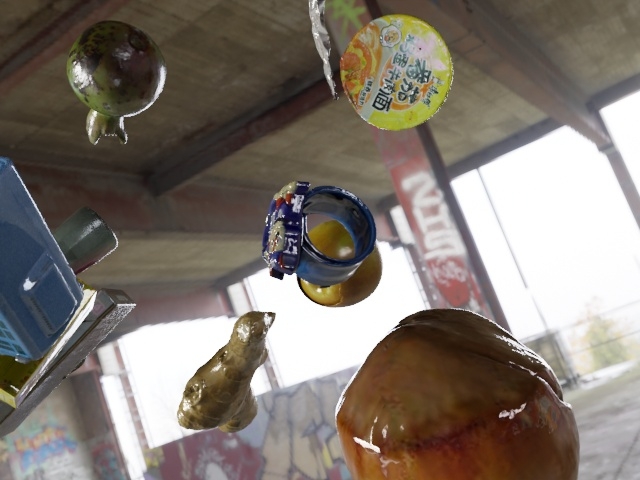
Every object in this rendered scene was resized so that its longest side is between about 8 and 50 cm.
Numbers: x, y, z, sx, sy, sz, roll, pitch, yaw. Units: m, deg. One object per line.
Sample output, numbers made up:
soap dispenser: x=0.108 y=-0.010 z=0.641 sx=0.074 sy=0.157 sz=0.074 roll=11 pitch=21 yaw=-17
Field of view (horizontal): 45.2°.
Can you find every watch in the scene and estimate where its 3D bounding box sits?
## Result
watch: x=-0.002 y=-0.005 z=1.418 sx=0.200 sy=0.196 sz=0.171 roll=10 pitch=-20 yaw=-16

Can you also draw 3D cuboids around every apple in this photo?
apple: x=0.040 y=0.062 z=1.960 sx=0.207 sy=0.237 sz=0.237 roll=-14 pitch=-12 yaw=-40

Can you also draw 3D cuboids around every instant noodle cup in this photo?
instant noodle cup: x=0.197 y=-0.399 z=1.839 sx=0.264 sy=0.264 sz=0.200 roll=-24 pitch=3 yaw=18

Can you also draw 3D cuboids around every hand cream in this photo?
hand cream: x=0.010 y=-0.360 z=1.229 sx=0.050 sy=0.084 sz=0.257 roll=-6 pitch=-58 yaw=-10

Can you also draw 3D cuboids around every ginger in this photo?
ginger: x=-0.124 y=0.189 z=1.070 sx=0.148 sy=0.081 sz=0.333 roll=-11 pitch=-35 yaw=-30

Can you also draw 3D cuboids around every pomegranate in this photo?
pomegranate: x=-0.494 y=-0.388 z=1.863 sx=0.242 sy=0.242 sz=0.306 roll=-15 pitch=-20 yaw=-24

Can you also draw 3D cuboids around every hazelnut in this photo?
hazelnut: x=0.188 y=0.276 z=1.089 sx=0.315 sy=0.372 sz=0.372 roll=-17 pitch=-11 yaw=-1

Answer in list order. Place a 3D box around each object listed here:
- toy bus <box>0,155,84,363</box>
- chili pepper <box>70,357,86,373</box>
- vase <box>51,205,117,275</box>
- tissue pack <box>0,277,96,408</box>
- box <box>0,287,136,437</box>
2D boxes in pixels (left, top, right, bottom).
toy bus: x=-0.348 y=0.022 z=0.808 sx=0.134 sy=0.116 sz=0.234 roll=11 pitch=-39 yaw=18
chili pepper: x=-0.525 y=0.249 z=1.568 sx=0.118 sy=0.055 sz=0.035 roll=-18 pitch=17 yaw=-8
vase: x=-0.428 y=0.042 z=1.210 sx=0.214 sy=0.086 sz=0.086 roll=-43 pitch=-1 yaw=-24
tissue pack: x=-0.381 y=0.131 z=1.038 sx=0.176 sy=0.062 sz=0.095 roll=-57 pitch=6 yaw=-26
box: x=-0.463 y=0.215 z=1.338 sx=0.325 sy=0.047 sz=0.180 roll=-47 pitch=-1 yaw=-6
